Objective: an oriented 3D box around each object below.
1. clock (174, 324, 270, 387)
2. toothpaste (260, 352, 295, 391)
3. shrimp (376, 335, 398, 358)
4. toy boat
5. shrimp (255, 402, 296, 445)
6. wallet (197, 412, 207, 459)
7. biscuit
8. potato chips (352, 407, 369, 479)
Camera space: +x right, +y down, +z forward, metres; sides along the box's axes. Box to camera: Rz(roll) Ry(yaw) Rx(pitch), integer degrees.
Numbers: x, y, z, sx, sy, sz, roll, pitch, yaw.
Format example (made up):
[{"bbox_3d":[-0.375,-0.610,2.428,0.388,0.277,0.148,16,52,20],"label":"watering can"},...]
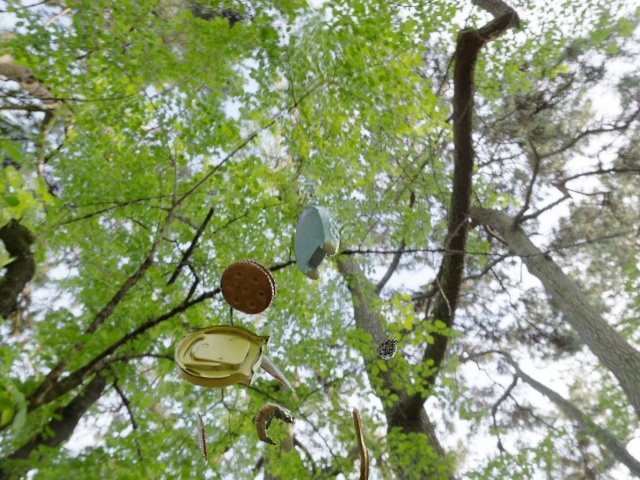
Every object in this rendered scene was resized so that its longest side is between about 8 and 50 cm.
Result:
[{"bbox_3d":[-0.326,0.380,1.348,0.293,0.277,0.071,11,-67,11],"label":"clock"},{"bbox_3d":[-0.204,0.598,1.863,0.057,0.234,0.089,-49,-30,-15],"label":"toothpaste"},{"bbox_3d":[0.292,0.448,1.751,0.079,0.090,0.233,30,-33,13],"label":"shrimp"},{"bbox_3d":[0.000,0.000,1.529,0.123,0.330,0.215,18,-63,-24],"label":"toy boat"},{"bbox_3d":[-0.182,0.748,1.672,0.051,0.150,0.217,-11,-36,43],"label":"shrimp"},{"bbox_3d":[-0.534,0.883,1.854,0.020,0.103,0.197,-9,-63,-27],"label":"wallet"},{"bbox_3d":[-0.268,0.173,1.513,0.220,0.066,0.221,4,-71,12],"label":"biscuit"},{"bbox_3d":[0.114,0.591,1.180,0.037,0.204,0.026,-15,-19,31],"label":"potato chips"}]
